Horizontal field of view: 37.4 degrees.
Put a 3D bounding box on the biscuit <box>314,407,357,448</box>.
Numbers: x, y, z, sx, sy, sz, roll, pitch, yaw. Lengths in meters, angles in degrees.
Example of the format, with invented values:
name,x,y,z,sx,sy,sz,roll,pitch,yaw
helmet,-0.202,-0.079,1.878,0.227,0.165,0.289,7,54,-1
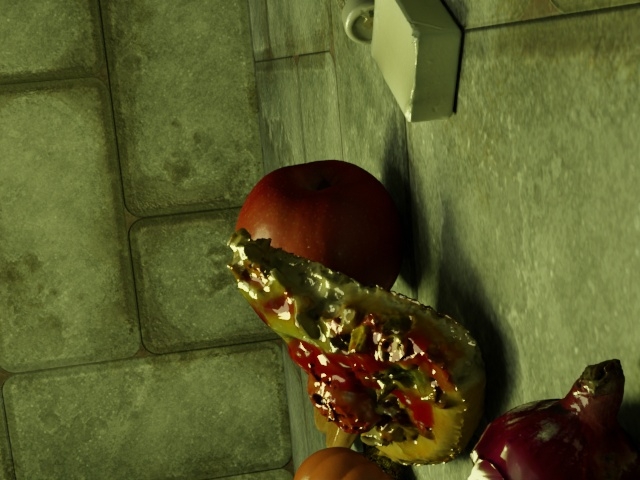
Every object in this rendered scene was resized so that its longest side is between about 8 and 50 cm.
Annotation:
name,x,y,z,sx,sy,sz,roll,pitch,yaw
biscuit,0.054,0.260,1.750,0.355,0.052,0.275,138,144,-73

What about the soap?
name,x,y,z,sx,sy,sz,roll,pitch,yaw
soap,0.112,-0.239,1.152,0.183,0.064,0.121,-108,15,-49

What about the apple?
name,x,y,z,sx,sy,sz,roll,pitch,yaw
apple,0.000,0.000,1.427,0.260,0.260,0.216,-114,24,-63

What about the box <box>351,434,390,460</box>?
name,x,y,z,sx,sy,sz,roll,pitch,yaw
box,0.090,0.454,1.803,0.155,0.067,0.243,-149,53,-81

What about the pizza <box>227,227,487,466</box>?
name,x,y,z,sx,sy,sz,roll,pitch,yaw
pizza,0.019,0.150,1.244,0.406,0.130,0.440,37,156,10

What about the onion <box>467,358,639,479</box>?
name,x,y,z,sx,sy,sz,roll,pitch,yaw
onion,0.187,0.185,0.758,0.173,0.135,0.198,-125,31,-66

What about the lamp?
name,x,y,z,sx,sy,sz,roll,pitch,yaw
lamp,0.055,0.447,1.600,0.223,0.196,0.223,37,165,12

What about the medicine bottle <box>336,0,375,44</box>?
name,x,y,z,sx,sy,sz,roll,pitch,yaw
medicine bottle,0.060,-0.353,1.347,0.079,0.079,0.140,95,166,-53
